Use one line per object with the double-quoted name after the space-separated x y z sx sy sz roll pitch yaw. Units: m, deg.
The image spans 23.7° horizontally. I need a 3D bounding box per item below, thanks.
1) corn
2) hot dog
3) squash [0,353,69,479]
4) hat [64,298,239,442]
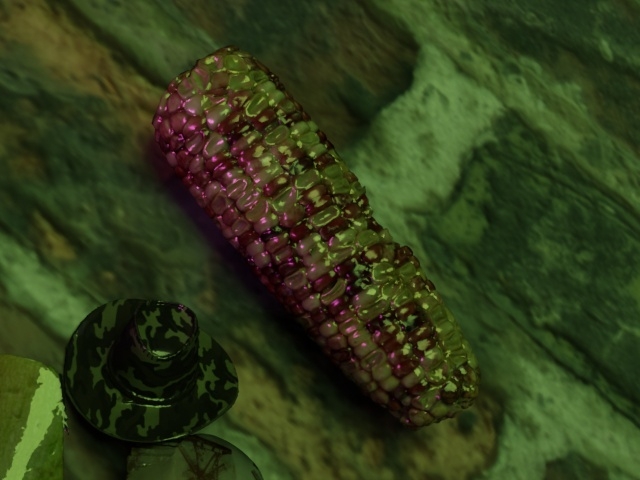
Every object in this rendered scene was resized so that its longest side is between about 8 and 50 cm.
0.000 0.000 1.006 0.290 0.098 0.098 50 51 3 "corn"
-0.073 0.200 0.874 0.108 0.059 0.191 25 47 -25 "hot dog"
-0.184 0.167 0.824 0.075 0.090 0.200 39 58 -46 "squash"
-0.099 0.070 0.930 0.121 0.050 0.121 10 39 -8 "hat"
